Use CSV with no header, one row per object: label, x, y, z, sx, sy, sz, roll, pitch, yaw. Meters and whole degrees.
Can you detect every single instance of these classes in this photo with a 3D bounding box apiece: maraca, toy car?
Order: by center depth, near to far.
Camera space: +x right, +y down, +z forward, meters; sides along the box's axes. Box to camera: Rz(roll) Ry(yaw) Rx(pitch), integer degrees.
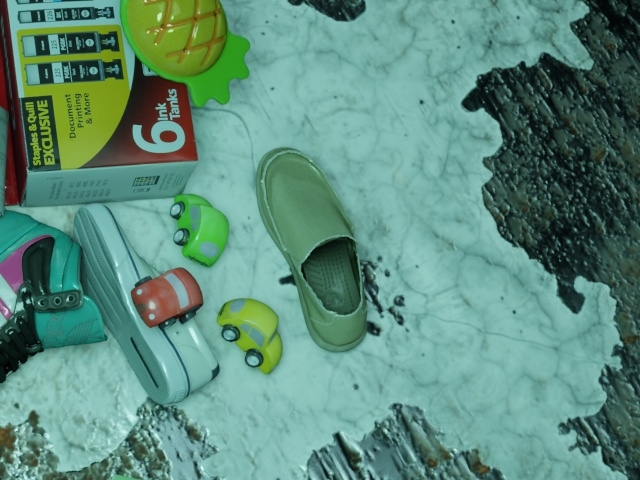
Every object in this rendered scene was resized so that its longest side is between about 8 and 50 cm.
maraca,-0.156,-0.239,1.792,0.185,0.099,0.127,47,71,-27
toy car,-0.131,0.029,1.820,0.239,0.053,0.225,28,39,-43

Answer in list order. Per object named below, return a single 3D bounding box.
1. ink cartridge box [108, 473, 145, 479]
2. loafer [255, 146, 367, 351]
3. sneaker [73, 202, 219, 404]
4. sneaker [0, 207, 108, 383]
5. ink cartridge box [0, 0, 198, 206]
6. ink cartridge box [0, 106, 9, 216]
ink cartridge box,-0.168,0.386,1.693,0.171,0.056,0.235,15,57,-15
loafer,0.000,0.000,1.883,0.102,0.092,0.268,-18,76,-19
sneaker,-0.207,0.069,1.820,0.091,0.094,0.258,-21,81,-39
sneaker,-0.335,0.109,1.744,0.178,0.124,0.295,11,67,4
ink cartridge box,-0.309,-0.205,1.856,0.272,0.130,0.309,-6,73,-17
ink cartridge box,-0.496,-0.038,1.736,0.275,0.060,0.239,1,82,3
